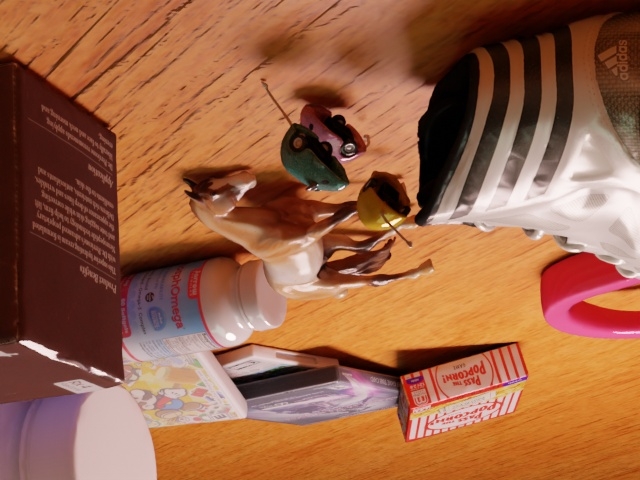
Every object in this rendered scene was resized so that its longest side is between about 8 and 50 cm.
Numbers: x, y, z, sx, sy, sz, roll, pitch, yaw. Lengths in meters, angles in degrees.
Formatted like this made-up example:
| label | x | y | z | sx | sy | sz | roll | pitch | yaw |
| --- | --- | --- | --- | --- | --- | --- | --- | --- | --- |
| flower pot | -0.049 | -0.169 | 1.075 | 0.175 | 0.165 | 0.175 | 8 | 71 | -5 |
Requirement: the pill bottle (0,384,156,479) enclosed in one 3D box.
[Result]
| label | x | y | z | sx | sy | sz | roll | pitch | yaw |
| --- | --- | --- | --- | --- | --- | --- | --- | --- | --- |
| pill bottle | -0.361 | 0.244 | 1.844 | 0.361 | 0.204 | 0.204 | -9 | 162 | 21 |

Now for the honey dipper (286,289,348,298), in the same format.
| label | x | y | z | sx | sy | sz | roll | pitch | yaw |
| --- | --- | --- | --- | --- | --- | --- | --- | --- | --- |
| honey dipper | -0.051 | 0.054 | 1.844 | 0.160 | 0.030 | 0.030 | -4 | 163 | -9 |

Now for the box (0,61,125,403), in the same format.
| label | x | y | z | sx | sy | sz | roll | pitch | yaw |
| --- | --- | --- | --- | --- | --- | --- | --- | --- | --- |
| box | -0.252 | 0.003 | 1.334 | 0.167 | 0.203 | 0.168 | -9 | 162 | 17 |

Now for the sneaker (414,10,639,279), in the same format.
| label | x | y | z | sx | sy | sz | roll | pitch | yaw |
| --- | --- | --- | --- | --- | --- | --- | --- | --- | --- |
| sneaker | 0.216 | -0.049 | 1.401 | 0.257 | 0.169 | 0.447 | -1 | 157 | 21 |

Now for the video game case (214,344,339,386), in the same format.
| label | x | y | z | sx | sy | sz | roll | pitch | yaw |
| --- | --- | --- | --- | --- | --- | --- | --- | --- | --- |
| video game case | -0.083 | 0.155 | 2.184 | 0.157 | 0.019 | 0.143 | -20 | 157 | 41 |

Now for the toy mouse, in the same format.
| label | x | y | z | sx | sy | sz | roll | pitch | yaw |
| --- | --- | --- | --- | --- | --- | --- | --- | --- | --- |
| toy mouse | 0.003 | -0.062 | 1.355 | 0.143 | 0.161 | 0.031 | 37 | 111 | -15 |

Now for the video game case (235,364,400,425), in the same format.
| label | x | y | z | sx | sy | sz | roll | pitch | yaw |
| --- | --- | --- | --- | --- | --- | --- | --- | --- | --- |
| video game case | -0.003 | 0.192 | 2.266 | 0.196 | 0.026 | 0.274 | -14 | 164 | 25 |

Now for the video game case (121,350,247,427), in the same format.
| label | x | y | z | sx | sy | sz | roll | pitch | yaw |
| --- | --- | --- | --- | --- | --- | --- | --- | --- | --- |
| video game case | -0.211 | 0.158 | 2.077 | 0.206 | 0.026 | 0.227 | -7 | 151 | 12 |

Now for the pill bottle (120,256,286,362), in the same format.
| label | x | y | z | sx | sy | sz | roll | pitch | yaw |
| --- | --- | --- | --- | --- | --- | --- | --- | --- | --- |
| pill bottle | -0.117 | 0.063 | 1.757 | 0.160 | 0.087 | 0.087 | -12 | 161 | 24 |

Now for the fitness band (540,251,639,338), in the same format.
| label | x | y | z | sx | sy | sz | roll | pitch | yaw |
| --- | --- | --- | --- | --- | --- | --- | --- | --- | --- |
| fitness band | 0.356 | 0.041 | 1.842 | 0.209 | 0.054 | 0.291 | 13 | 155 | -43 |

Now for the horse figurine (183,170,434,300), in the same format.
| label | x | y | z | sx | sy | sz | roll | pitch | yaw |
| --- | --- | --- | --- | --- | --- | --- | --- | --- | --- |
| horse figurine | 0.000 | 0.000 | 1.614 | 0.174 | 0.066 | 0.263 | -12 | 160 | 9 |

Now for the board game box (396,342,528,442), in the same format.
| label | x | y | z | sx | sy | sz | roll | pitch | yaw |
| --- | --- | --- | --- | --- | --- | --- | --- | --- | --- |
| board game box | 0.169 | 0.186 | 2.239 | 0.146 | 0.045 | 0.193 | -16 | 163 | -3 |
